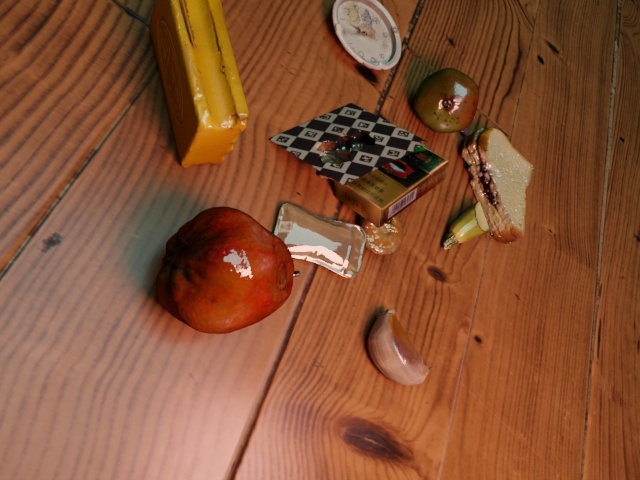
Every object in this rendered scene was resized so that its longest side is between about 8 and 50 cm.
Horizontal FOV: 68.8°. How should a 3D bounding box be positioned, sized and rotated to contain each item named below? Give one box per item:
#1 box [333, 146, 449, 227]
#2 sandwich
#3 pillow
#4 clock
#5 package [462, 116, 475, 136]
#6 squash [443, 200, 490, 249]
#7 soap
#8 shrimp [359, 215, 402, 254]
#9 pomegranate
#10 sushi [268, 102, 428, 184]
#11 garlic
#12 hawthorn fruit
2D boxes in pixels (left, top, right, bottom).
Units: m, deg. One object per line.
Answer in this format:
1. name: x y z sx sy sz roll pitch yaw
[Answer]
1. box: 0.167 -0.148 1.111 0.240 0.071 0.159 -36 54 -26
2. sandwich: 0.510 -0.169 1.371 0.254 0.099 0.289 33 61 -26
3. pillow: 0.000 0.000 1.040 0.217 0.033 0.130 18 73 -18
4. clock: 0.121 -0.567 1.283 0.236 0.053 0.237 8 73 -30
5. package: 0.440 -0.364 1.432 0.059 0.029 0.083 33 70 -15
6. squash: 0.405 -0.035 1.281 0.200 0.075 0.090 -34 120 -33
7. soap: -0.242 -0.327 0.900 0.096 0.204 0.325 -11 80 -30
8. shrimp: 0.152 -0.060 1.146 0.115 0.051 0.217 22 60 -22
9. pomegranate: 0.354 -0.395 1.321 0.180 0.180 0.210 45 22 -12
10. sushi: 0.066 -0.215 1.094 0.289 0.050 0.264 -31 52 -32
11. garlic: 0.189 0.260 1.056 0.198 0.090 0.128 46 45 -6
12. hawthorn fruit: -0.148 0.060 0.838 0.260 0.224 0.224 16 67 -40
